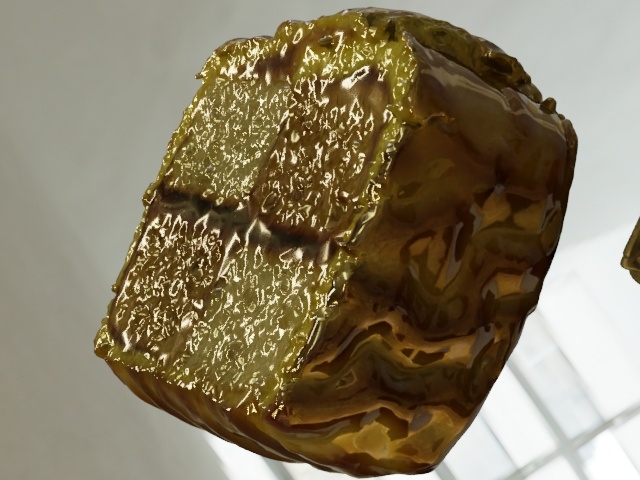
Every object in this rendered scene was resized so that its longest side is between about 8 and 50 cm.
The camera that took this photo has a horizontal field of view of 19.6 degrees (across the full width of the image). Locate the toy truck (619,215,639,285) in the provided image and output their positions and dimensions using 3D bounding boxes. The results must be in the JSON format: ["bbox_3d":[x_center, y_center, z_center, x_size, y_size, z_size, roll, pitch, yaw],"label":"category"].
[{"bbox_3d":[0.246,0.031,0.752,0.242,0.125,0.101,32,-160,16],"label":"toy truck"}]

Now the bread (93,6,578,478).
[{"bbox_3d":[0.000,0.000,0.760,0.096,0.222,0.181,24,-97,-27],"label":"bread"}]
